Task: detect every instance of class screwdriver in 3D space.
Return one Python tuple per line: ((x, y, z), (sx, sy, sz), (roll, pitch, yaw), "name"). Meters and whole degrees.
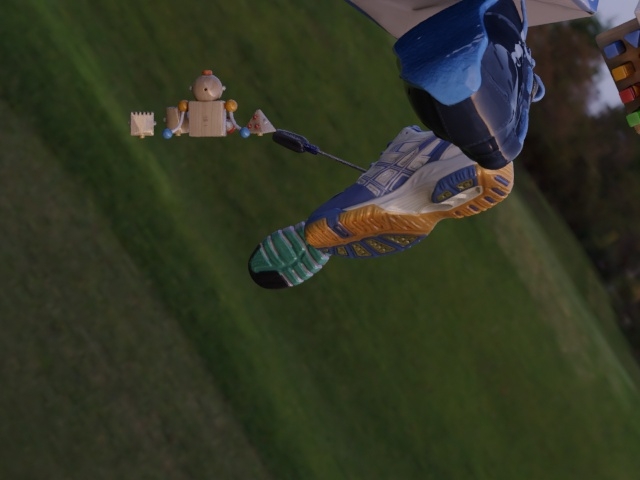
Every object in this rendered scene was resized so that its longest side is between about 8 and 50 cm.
((0.009, -0.115, 1.957), (0.170, 0.024, 0.025), (22, 18, 20), "screwdriver")

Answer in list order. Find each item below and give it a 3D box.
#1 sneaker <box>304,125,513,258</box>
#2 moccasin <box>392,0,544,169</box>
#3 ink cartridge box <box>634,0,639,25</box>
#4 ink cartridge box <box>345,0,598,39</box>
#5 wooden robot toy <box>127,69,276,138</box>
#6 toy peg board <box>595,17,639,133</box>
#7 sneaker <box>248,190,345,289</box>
((0.111, -0.075, 1.876), (0.112, 0.296, 0.131), (40, 36, -50), "sneaker")
((0.133, -0.144, 1.335), (0.116, 0.138, 0.342), (59, 21, -14), "moccasin")
((0.450, -0.269, 1.586), (0.180, 0.104, 0.060), (6, -32, 37), "ink cartridge box")
((0.194, -0.426, 1.564), (0.270, 0.395, 0.151), (-3, -28, 46), "ink cartridge box")
((-0.139, -0.161, 1.705), (0.076, 0.173, 0.079), (-50, 140, -79), "wooden robot toy")
((0.490, -0.250, 2.089), (0.079, 0.161, 0.160), (-29, 95, -58), "toy peg board")
((0.000, 0.000, 2.085), (0.083, 0.224, 0.098), (61, 28, 5), "sneaker")
